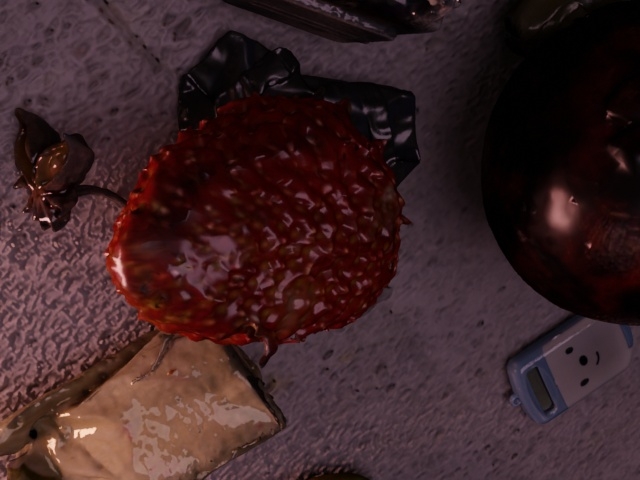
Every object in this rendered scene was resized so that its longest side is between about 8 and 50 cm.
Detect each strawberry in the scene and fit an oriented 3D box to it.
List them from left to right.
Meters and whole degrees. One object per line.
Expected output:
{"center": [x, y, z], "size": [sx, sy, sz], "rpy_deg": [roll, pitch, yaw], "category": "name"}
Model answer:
{"center": [-0.063, 0.007, 1.056], "size": [0.343, 0.292, 0.292], "rpy_deg": [-52, 126, -50], "category": "strawberry"}

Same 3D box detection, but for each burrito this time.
{"center": [-0.228, 0.218, 1.200], "size": [0.332, 0.135, 0.190], "rpy_deg": [-30, 104, -7], "category": "burrito"}

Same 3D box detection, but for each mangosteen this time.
{"center": [0.396, -0.087, 1.184], "size": [0.421, 0.381, 0.381], "rpy_deg": [4, 106, -53], "category": "mangosteen"}

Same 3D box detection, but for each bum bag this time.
{"center": [-0.016, -0.150, 1.205], "size": [0.310, 0.074, 0.137], "rpy_deg": [16, 111, -18], "category": "bum bag"}

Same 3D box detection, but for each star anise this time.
{"center": [-0.226, -0.051, 1.151], "size": [0.227, 0.148, 0.218], "rpy_deg": [-1, 71, -47], "category": "star anise"}

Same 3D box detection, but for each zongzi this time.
{"center": [0.362, -0.272, 1.297], "size": [0.221, 0.112, 0.242], "rpy_deg": [-44, 123, -1], "category": "zongzi"}

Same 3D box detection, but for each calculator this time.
{"center": [0.360, 0.179, 1.458], "size": [0.210, 0.039, 0.121], "rpy_deg": [-31, 112, -9], "category": "calculator"}

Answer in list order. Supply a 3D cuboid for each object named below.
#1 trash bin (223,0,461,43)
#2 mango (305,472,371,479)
{"center": [0.042, -0.407, 1.048], "size": [0.256, 0.296, 0.367], "rpy_deg": [15, 93, -22], "category": "trash bin"}
{"center": [-0.016, 0.393, 1.351], "size": [0.227, 0.099, 0.136], "rpy_deg": [-35, 110, -17], "category": "mango"}
